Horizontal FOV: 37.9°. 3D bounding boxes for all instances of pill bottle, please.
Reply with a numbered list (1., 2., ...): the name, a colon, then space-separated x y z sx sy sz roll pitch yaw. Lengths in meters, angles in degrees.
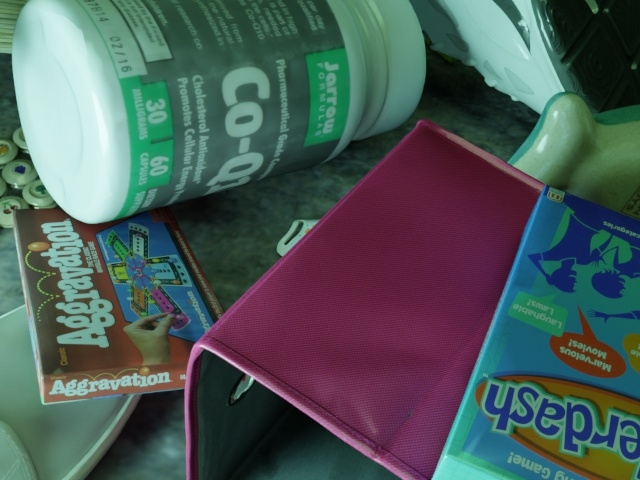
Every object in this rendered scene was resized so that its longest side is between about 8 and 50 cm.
1. pill bottle: -0.087 -0.154 0.894 0.361 0.204 0.204 -19 54 -33

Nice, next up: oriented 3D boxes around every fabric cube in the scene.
1. fabric cube: 0.085 0.121 0.660 0.259 0.254 0.258 31 53 17

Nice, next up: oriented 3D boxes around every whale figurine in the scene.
1. whale figurine: 0.284 -0.071 0.885 0.272 0.216 0.141 14 31 -28

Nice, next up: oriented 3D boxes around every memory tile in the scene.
1. memory tile: -0.311 -0.059 0.918 0.148 0.012 0.113 -34 61 -31

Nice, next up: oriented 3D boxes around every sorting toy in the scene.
1. sorting toy: 0.000 0.000 0.902 0.075 0.045 0.083 9 45 26

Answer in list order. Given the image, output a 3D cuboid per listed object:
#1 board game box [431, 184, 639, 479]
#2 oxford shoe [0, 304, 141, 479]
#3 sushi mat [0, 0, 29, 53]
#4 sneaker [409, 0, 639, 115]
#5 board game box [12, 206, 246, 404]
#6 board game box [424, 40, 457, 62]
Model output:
1. board game box: 0.168 0.077 0.514 0.160 0.047 0.210 22 50 9
2. oxford shoe: -0.300 0.154 0.659 0.169 0.130 0.449 36 51 27
3. sushi mat: -0.198 -0.224 0.905 0.316 0.151 0.019 -9 67 -55
4. sneaker: 0.177 -0.251 1.037 0.447 0.257 0.169 48 60 -19
5. board game box: -0.168 0.037 0.766 0.145 0.027 0.281 -5 27 -21
6. board game box: 0.203 -0.293 1.178 0.181 0.043 0.092 -27 59 -27
